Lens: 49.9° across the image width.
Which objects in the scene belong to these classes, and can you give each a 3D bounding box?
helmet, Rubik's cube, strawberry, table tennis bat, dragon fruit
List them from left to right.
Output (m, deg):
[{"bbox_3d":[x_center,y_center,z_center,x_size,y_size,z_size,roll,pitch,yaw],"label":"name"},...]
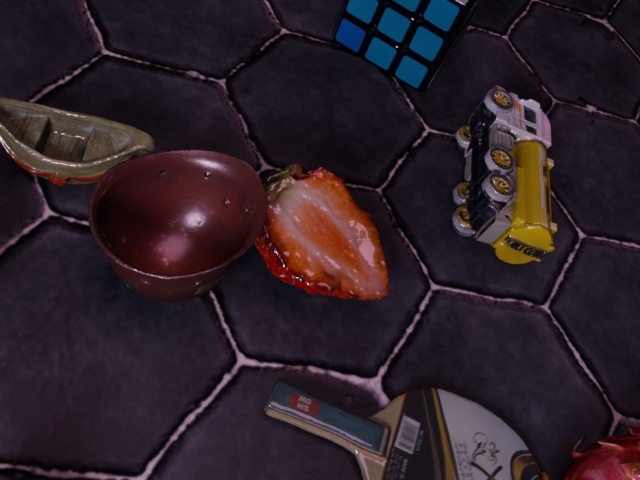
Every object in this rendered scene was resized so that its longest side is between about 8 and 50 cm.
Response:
[{"bbox_3d":[-0.139,-0.006,0.684,0.155,0.106,0.175,33,54,11],"label":"helmet"},{"bbox_3d":[0.000,0.000,0.748,0.187,0.082,0.146,44,60,5],"label":"strawberry"},{"bbox_3d":[0.087,0.211,0.672,0.301,0.022,0.173,26,52,-3],"label":"table tennis bat"},{"bbox_3d":[0.136,-0.340,0.973,0.160,0.162,0.163,32,54,4],"label":"Rubik's cube"},{"bbox_3d":[0.279,0.261,0.644,0.166,0.136,0.133,-53,125,-30],"label":"dragon fruit"}]

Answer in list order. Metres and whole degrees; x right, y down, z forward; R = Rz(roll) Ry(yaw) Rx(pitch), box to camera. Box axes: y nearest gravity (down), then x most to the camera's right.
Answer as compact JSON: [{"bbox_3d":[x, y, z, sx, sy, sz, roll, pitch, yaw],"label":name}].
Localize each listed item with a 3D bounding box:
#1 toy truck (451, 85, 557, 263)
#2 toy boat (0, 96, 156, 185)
[{"bbox_3d":[0.239,-0.083,0.877,0.114,0.098,0.227,18,56,-12],"label":"toy truck"},{"bbox_3d":[-0.269,-0.103,0.726,0.185,0.071,0.089,11,54,-13],"label":"toy boat"}]
